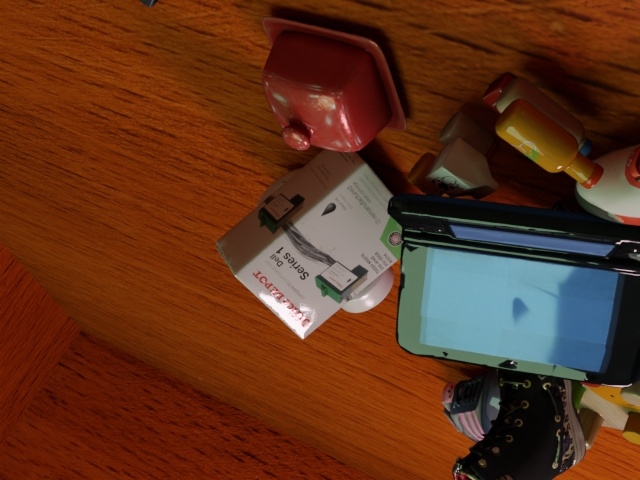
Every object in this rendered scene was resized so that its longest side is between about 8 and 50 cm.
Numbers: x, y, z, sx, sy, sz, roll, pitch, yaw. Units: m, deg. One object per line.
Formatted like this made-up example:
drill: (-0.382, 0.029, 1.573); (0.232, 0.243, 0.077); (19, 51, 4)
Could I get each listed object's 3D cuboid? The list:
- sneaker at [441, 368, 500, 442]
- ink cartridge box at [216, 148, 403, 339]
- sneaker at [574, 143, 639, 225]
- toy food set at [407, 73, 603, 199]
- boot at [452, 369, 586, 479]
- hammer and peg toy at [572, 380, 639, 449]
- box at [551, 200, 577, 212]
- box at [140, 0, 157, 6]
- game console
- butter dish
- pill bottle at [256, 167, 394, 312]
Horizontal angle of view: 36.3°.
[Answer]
sneaker: (0.271, 0.285, 1.709); (0.131, 0.112, 0.319); (22, 156, 16)
ink cartridge box: (0.000, 0.000, 1.269); (0.160, 0.219, 0.092); (46, -176, -36)
sneaker: (0.331, -0.083, 0.834); (0.270, 0.090, 0.145); (7, 148, 40)
toy food set: (0.189, -0.087, 0.980); (0.104, 0.111, 0.232); (35, 157, -10)
boot: (0.231, 0.219, 1.199); (0.085, 0.179, 0.236); (-2, 115, 52)
hammer and peg toy: (0.373, 0.164, 1.273); (0.266, 0.127, 0.361); (4, 146, 50)
box: (0.311, 0.043, 1.128); (0.162, 0.029, 0.116); (32, 115, 3)
box: (-0.165, -0.324, 0.863); (0.158, 0.156, 0.093); (35, 158, -9)
game console: (0.220, 0.061, 1.055); (0.293, 0.173, 0.250); (7, 176, 12)
butter dish: (-0.003, -0.153, 1.085); (0.160, 0.118, 0.160); (19, 157, 28)
pill bottle: (0.012, 0.005, 1.417); (0.121, 0.121, 0.221); (10, 150, 44)
